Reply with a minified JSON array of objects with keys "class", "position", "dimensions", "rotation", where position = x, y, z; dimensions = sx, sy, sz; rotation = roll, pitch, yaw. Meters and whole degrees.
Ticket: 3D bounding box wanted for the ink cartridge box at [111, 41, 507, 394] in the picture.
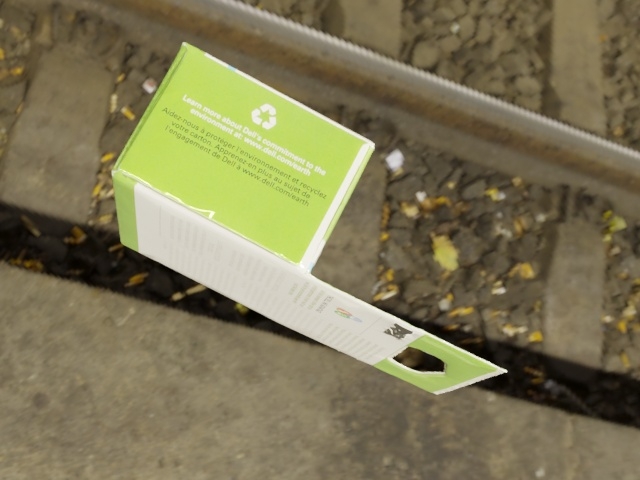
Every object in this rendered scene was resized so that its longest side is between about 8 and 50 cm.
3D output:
[{"class":"ink cartridge box","position":[0.000,0.000,0.760],"dimensions":[0.255,0.189,0.097],"rotation":[27,75,-2]}]
